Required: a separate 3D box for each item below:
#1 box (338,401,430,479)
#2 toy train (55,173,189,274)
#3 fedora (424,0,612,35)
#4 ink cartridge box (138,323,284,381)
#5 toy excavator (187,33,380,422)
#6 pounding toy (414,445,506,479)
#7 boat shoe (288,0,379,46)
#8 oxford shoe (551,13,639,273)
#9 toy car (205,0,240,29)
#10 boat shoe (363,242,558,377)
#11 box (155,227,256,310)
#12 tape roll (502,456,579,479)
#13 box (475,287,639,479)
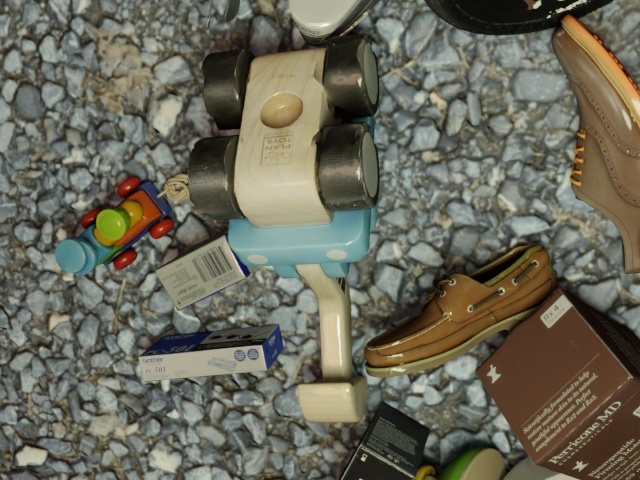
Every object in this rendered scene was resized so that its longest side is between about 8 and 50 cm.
[{"bbox_3d":[0.084,0.357,1.169,0.093,0.158,0.155,28,109,8],"label":"box"},{"bbox_3d":[-0.285,-0.042,1.170,0.248,0.143,0.105,-37,93,19],"label":"toy train"},{"bbox_3d":[0.271,-0.399,0.928,0.334,0.334,0.152,-15,65,16],"label":"fedora"},{"bbox_3d":[-0.171,0.177,1.220,0.207,0.097,0.046,-8,101,15],"label":"ink cartridge box"},{"bbox_3d":[0.000,0.000,1.088,0.223,0.445,0.432,-4,61,16],"label":"toy excavator"},{"bbox_3d":[0.176,0.399,1.147,0.110,0.237,0.182,9,118,38],"label":"pounding toy"},{"bbox_3d":[0.075,-0.383,1.028,0.108,0.102,0.301,37,88,10],"label":"boat shoe"},{"bbox_3d":[0.377,-0.117,1.006,0.133,0.130,0.363,-27,96,24],"label":"oxford shoe"},{"bbox_3d":[-0.096,-0.369,1.050,0.149,0.155,0.188,37,118,3],"label":"toy car"},{"bbox_3d":[0.188,0.091,1.066,0.308,0.111,0.104,-21,101,-19],"label":"boat shoe"},{"bbox_3d":[-0.157,0.033,1.160,0.126,0.137,0.072,-26,97,18],"label":"box"},{"bbox_3d":[0.368,0.417,1.134,0.219,0.072,0.219,-1,103,-3],"label":"tape roll"},{"bbox_3d":[0.356,0.202,1.021,0.203,0.167,0.168,26,114,-35],"label":"box"}]
